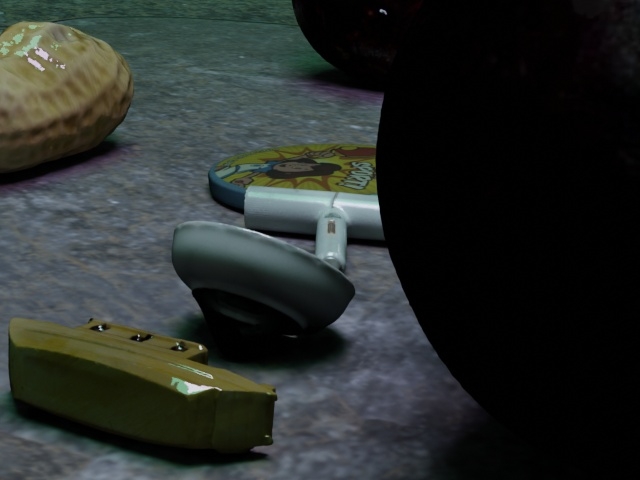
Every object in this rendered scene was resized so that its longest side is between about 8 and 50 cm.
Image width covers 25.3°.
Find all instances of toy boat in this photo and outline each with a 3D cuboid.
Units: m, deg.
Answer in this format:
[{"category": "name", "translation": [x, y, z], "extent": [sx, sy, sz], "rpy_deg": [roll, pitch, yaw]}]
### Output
[{"category": "toy boat", "translation": [-0.116, 0.090, 0.911], "extent": [0.200, 0.057, 0.077], "rpy_deg": [12, 14, 27]}]

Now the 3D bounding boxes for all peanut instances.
[{"category": "peanut", "translation": [-0.316, -0.147, 1.463], "extent": [0.140, 0.153, 0.325], "rpy_deg": [8, 12, 33]}]

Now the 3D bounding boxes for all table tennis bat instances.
[{"category": "table tennis bat", "translation": [0.051, -0.057, 1.410], "extent": [0.329, 0.044, 0.215], "rpy_deg": [4, 17, 12]}]

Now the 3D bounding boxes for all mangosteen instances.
[{"category": "mangosteen", "translation": [0.106, -0.351, 1.904], "extent": [0.297, 0.293, 0.297], "rpy_deg": [12, 9, -2]}, {"category": "mangosteen", "translation": [0.217, -0.038, 0.877], "extent": [0.382, 0.382, 0.435], "rpy_deg": [1, 1, -2]}]

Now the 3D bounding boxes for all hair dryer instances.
[{"category": "hair dryer", "translation": [-0.008, 0.000, 1.226], "extent": [0.154, 0.044, 0.183], "rpy_deg": [4, 21, 13]}]

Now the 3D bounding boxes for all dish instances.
[{"category": "dish", "translation": [-0.052, 0.050, 1.032], "extent": [0.141, 0.078, 0.141], "rpy_deg": [18, -16, 5]}]
